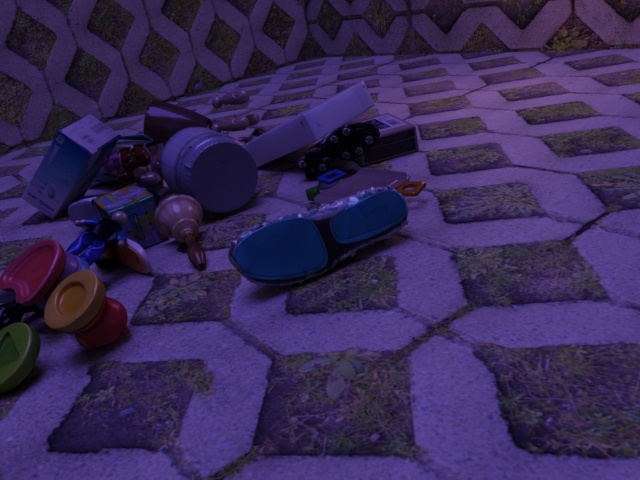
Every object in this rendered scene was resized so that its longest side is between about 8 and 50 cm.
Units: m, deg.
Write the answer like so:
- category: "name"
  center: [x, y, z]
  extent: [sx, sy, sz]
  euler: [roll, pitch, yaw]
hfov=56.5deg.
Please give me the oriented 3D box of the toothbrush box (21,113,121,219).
- category: "toothbrush box"
  center: [-0.817, -0.244, 1.959]
  extent: [0.295, 0.126, 0.216]
  euler: [-48, 12, 23]

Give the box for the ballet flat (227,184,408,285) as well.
- category: "ballet flat"
  center: [0.000, 0.000, 1.259]
  extent: [0.409, 0.146, 0.147]
  euler: [-18, 25, -20]

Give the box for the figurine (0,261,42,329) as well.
- category: "figurine"
  center: [-0.692, 0.125, 1.338]
  extent: [0.215, 0.092, 0.209]
  euler: [5, 33, 35]

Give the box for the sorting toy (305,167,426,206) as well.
- category: "sorting toy"
  center: [0.110, -0.122, 1.536]
  extent: [0.348, 0.047, 0.196]
  euler: [13, 39, 44]

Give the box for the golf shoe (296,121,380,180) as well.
- category: "golf shoe"
  center: [0.051, -0.284, 1.750]
  extent: [0.273, 0.105, 0.120]
  euler: [-24, 24, 26]

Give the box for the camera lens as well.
- category: "camera lens"
  center: [-0.323, -0.205, 1.708]
  extent: [0.220, 0.219, 0.274]
  euler: [-23, 26, -23]

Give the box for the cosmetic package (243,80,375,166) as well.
- category: "cosmetic package"
  center: [-0.049, -0.368, 1.930]
  extent: [0.284, 0.097, 0.377]
  euler: [-35, 14, -35]

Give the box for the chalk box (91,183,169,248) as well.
- category: "chalk box"
  center: [-0.492, -0.051, 1.563]
  extent: [0.132, 0.132, 0.213]
  euler: [-26, 28, -27]

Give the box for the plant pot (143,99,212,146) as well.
- category: "plant pot"
  center: [-0.565, -0.450, 2.419]
  extent: [0.231, 0.215, 0.215]
  euler: [7, 27, 6]

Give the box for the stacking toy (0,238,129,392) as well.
- category: "stacking toy"
  center: [-0.533, 0.161, 1.165]
  extent: [0.279, 0.130, 0.309]
  euler: [-49, 46, -10]

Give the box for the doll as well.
- category: "doll"
  center: [-0.513, -0.008, 1.368]
  extent: [0.129, 0.046, 0.189]
  euler: [29, 49, 9]

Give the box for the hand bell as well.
- category: "hand bell"
  center: [-0.317, -0.004, 1.438]
  extent: [0.126, 0.126, 0.242]
  euler: [-20, 36, -15]

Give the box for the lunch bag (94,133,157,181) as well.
- category: "lunch bag"
  center: [-0.725, -0.308, 2.211]
  extent: [0.224, 0.160, 0.262]
  euler: [3, 17, 37]

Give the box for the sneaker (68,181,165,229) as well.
- category: "sneaker"
  center: [-0.597, -0.103, 1.771]
  extent: [0.269, 0.101, 0.153]
  euler: [-3, 25, 7]

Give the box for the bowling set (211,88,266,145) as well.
- category: "bowling set"
  center: [-0.310, -0.404, 2.255]
  extent: [0.154, 0.200, 0.286]
  euler: [-8, 66, 22]

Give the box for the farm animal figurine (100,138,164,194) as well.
- category: "farm animal figurine"
  center: [-0.534, -0.236, 1.945]
  extent: [0.327, 0.172, 0.330]
  euler: [-19, 12, -18]

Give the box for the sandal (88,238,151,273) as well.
- category: "sandal"
  center: [-0.506, 0.028, 1.434]
  extent: [0.265, 0.101, 0.076]
  euler: [16, 36, 43]

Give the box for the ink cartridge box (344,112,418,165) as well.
- category: "ink cartridge box"
  center: [0.175, -0.325, 1.894]
  extent: [0.193, 0.088, 0.234]
  euler: [-16, 25, -11]
